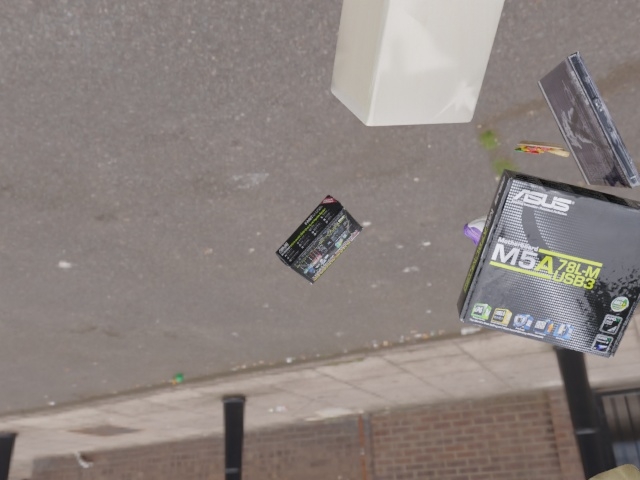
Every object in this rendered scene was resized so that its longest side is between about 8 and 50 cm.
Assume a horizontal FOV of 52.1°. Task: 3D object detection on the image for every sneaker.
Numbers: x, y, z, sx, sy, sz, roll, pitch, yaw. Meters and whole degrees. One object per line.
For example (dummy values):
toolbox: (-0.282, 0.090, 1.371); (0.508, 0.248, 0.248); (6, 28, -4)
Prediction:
sneaker: (0.337, -0.003, 1.270); (0.071, 0.068, 0.169); (-19, 141, 40)

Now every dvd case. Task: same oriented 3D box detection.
dvd case: (0.333, -0.144, 0.827); (0.018, 0.165, 0.221); (-26, -179, 11)

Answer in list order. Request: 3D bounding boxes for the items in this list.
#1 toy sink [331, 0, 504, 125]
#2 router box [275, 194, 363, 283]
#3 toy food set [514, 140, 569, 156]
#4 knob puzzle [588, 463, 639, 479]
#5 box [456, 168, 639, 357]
toy sink: (0.116, -0.273, 0.795); (0.152, 0.131, 0.234); (-7, 126, -22)
router box: (0.000, 0.000, 0.991); (0.122, 0.038, 0.092); (-47, 150, 0)
toy food set: (0.383, -0.160, 1.137); (0.083, 0.020, 0.082); (4, -170, -15)
knob puzzle: (0.464, 0.438, 0.989); (0.213, 0.213, 0.030); (-23, 145, 39)
box: (0.274, 0.029, 0.749); (0.190, 0.045, 0.184); (14, 115, 0)
